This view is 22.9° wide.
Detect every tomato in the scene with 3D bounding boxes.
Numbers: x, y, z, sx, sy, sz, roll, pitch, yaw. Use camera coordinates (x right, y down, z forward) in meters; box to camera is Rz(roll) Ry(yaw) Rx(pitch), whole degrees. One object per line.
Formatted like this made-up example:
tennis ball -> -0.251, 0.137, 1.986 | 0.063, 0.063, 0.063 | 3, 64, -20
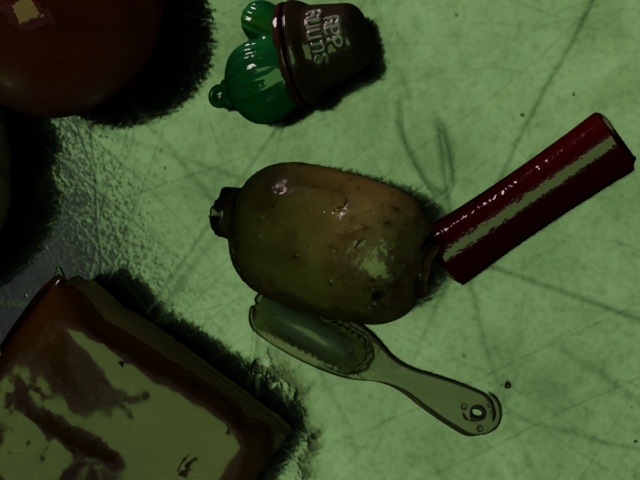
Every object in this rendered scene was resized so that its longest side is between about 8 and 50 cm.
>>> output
tomato -> -0.300, -0.260, 1.734 | 0.256, 0.256, 0.224 | 45, 128, 6

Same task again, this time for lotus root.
lotus root -> 0.000, 0.000, 1.729 | 0.284, 0.146, 0.160 | 16, 67, 26

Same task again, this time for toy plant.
toy plant -> -0.043, -0.207, 1.766 | 0.200, 0.105, 0.142 | -14, 81, 21

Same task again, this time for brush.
brush -> 0.058, 0.141, 1.774 | 0.313, 0.067, 0.072 | 27, 95, 6

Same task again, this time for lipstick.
lipstick -> 0.228, -0.045, 1.731 | 0.241, 0.080, 0.080 | -35, 85, 10

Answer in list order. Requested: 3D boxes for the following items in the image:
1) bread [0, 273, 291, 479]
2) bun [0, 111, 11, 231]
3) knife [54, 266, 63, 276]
bread -> -0.254, 0.249, 1.780 | 0.333, 0.143, 0.323 | 35, 95, 5
bun -> -0.531, -0.080, 1.794 | 0.365, 0.219, 0.365 | 0, 88, 12
knife -> -0.302, 0.115, 1.862 | 0.023, 0.010, 0.170 | -6, 88, 4
